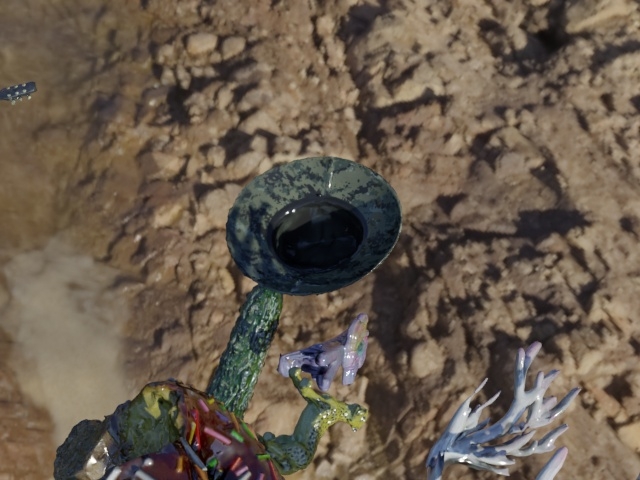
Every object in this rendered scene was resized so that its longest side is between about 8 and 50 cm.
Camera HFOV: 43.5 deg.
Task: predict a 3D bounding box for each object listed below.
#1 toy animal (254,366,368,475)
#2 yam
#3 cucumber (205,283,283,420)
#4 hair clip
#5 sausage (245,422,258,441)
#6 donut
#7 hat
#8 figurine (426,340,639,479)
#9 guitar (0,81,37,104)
[{"bbox_3d":[-0.023,0.294,1.210,0.136,0.073,0.181,45,66,-25],"label":"toy animal"},{"bbox_3d":[-0.314,0.387,1.264,0.128,0.238,0.129,-34,31,-3],"label":"yam"},{"bbox_3d":[-0.157,0.237,1.547,0.096,0.096,0.359,21,80,-8],"label":"cucumber"},{"bbox_3d":[0.035,0.219,1.532,0.090,0.137,0.278,11,17,33],"label":"hair clip"},{"bbox_3d":[-0.078,0.242,0.878,0.034,0.034,0.083,-18,87,-37],"label":"sausage"},{"bbox_3d":[-0.094,0.217,0.664,0.216,0.096,0.230,49,3,-2],"label":"donut"},{"bbox_3d":[0.000,0.000,1.226,0.266,0.128,0.265,-6,59,11],"label":"hat"},{"bbox_3d":[0.194,0.286,0.799,0.284,0.315,0.206,-29,38,-12],"label":"figurine"},{"bbox_3d":[-0.416,-0.123,0.874,0.233,0.025,0.088,-22,59,1],"label":"guitar"}]
